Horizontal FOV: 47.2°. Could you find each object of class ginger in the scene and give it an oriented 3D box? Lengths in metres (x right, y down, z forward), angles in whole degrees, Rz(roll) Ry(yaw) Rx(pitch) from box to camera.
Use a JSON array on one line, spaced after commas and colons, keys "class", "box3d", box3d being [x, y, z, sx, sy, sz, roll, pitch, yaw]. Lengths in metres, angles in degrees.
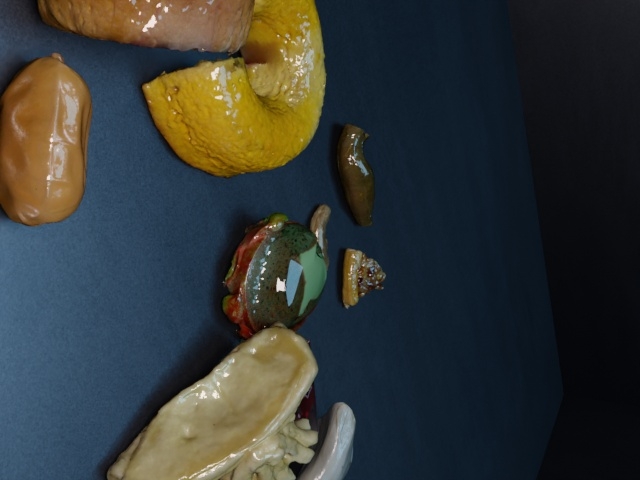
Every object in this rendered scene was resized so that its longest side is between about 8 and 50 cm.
[{"class": "ginger", "box3d": [-0.001, -0.002, 1.696, 0.069, 0.051, 0.174, 17, 80, -61]}]

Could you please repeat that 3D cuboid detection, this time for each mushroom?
[{"class": "mushroom", "box3d": [-0.014, 0.537, 1.658, 0.329, 0.122, 0.159, -61, 148, -30]}]

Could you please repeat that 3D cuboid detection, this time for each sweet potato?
[{"class": "sweet potato", "box3d": [0.099, -0.152, 1.808, 0.112, 0.085, 0.286, -53, 136, -48]}]

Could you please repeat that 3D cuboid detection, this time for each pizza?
[{"class": "pizza", "box3d": [0.121, 0.094, 1.879, 0.193, 0.069, 0.154, -4, 95, -56]}]

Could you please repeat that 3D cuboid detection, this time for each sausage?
[{"class": "sausage", "box3d": [-0.381, -0.138, 1.011, 0.120, 0.136, 0.241, 7, 82, -51]}]

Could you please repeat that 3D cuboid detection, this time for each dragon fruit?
[{"class": "dragon fruit", "box3d": [-0.084, 0.074, 1.508, 0.295, 0.130, 0.269, -55, 131, -40]}]

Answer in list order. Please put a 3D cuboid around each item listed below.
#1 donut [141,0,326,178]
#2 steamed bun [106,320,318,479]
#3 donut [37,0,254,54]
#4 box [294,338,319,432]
[{"class": "donut", "box3d": [-0.116, -0.326, 1.379, 0.377, 0.163, 0.436, 35, 64, -54]}, {"class": "steamed bun", "box3d": [-0.139, 0.359, 1.319, 0.428, 0.247, 0.189, -43, 148, -33]}, {"class": "donut", "box3d": [-0.248, -0.359, 1.056, 0.299, 0.317, 0.150, -120, -142, -70]}, {"class": "box", "box3d": [-0.063, 0.337, 1.613, 0.120, 0.069, 0.224, -19, 108, -56]}]
